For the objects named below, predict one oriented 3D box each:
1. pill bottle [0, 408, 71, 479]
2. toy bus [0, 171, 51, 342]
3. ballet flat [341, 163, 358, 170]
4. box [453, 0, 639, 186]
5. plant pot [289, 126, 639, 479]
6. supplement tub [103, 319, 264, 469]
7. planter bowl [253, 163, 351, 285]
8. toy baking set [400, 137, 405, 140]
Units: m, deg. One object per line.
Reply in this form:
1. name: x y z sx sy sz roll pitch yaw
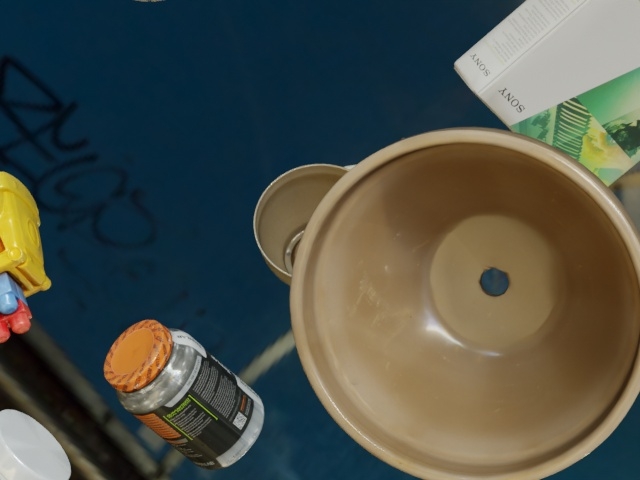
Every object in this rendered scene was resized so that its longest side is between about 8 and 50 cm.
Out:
1. pill bottle: -0.281 0.219 1.037 0.103 0.184 0.103 44 11 -10
2. toy bus: -0.472 0.045 1.793 0.149 0.220 0.211 67 2 -65
3. ballet flat: 0.052 -0.070 1.869 0.241 0.077 0.091 9 45 -58
4. box: 0.310 -0.197 1.253 0.232 0.322 0.058 35 20 -46
5. plant pot: 0.107 0.037 0.906 0.237 0.237 0.110 32 18 9
6. supplement tub: -0.165 0.184 1.624 0.117 0.117 0.190 9 -30 48
7. planter bowl: 0.000 0.000 1.677 0.162 0.162 0.109 30 -22 14
8. toy baking set: 0.120 -0.010 1.500 0.197 0.030 0.256 100 -25 -76
